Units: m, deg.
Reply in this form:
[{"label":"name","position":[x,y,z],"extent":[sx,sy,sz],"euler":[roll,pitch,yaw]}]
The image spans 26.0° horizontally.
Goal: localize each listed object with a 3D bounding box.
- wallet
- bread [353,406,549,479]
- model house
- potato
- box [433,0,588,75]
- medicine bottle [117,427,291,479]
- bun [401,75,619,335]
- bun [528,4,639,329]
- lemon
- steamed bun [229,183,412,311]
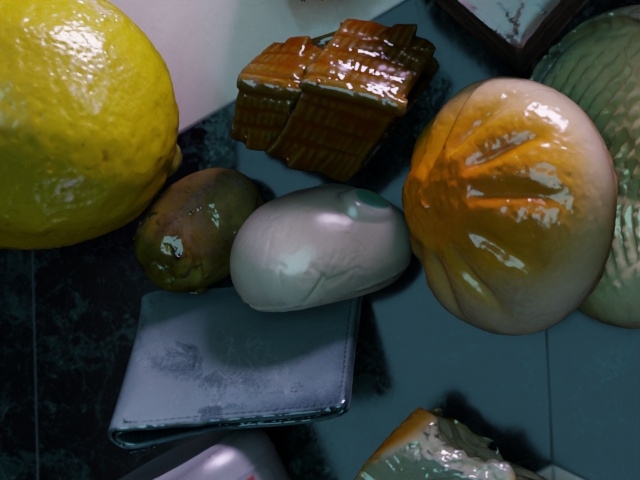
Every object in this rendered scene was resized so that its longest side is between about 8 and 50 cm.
[{"label":"wallet","position":[-0.097,0.142,1.663],"extent":[0.290,0.251,0.054],"euler":[-5,126,10]},{"label":"bread","position":[0.160,0.341,1.587],"extent":[0.225,0.279,0.250],"euler":[43,102,28]},{"label":"model house","position":[0.013,-0.182,1.663],"extent":[0.199,0.229,0.220],"euler":[27,91,5]},{"label":"potato","position":[-0.152,-0.012,1.734],"extent":[0.176,0.137,0.137],"euler":[-32,81,-14]},{"label":"box","position":[0.265,-0.373,1.626],"extent":[0.190,0.225,0.297],"euler":[41,95,8]},{"label":"medicine bottle","position":[-0.112,0.396,1.640],"extent":[0.245,0.245,0.306],"euler":[-27,92,8]},{"label":"bun","position":[0.184,-0.040,1.561],"extent":[0.164,0.299,0.299],"euler":[1,86,-31]},{"label":"bun","position":[0.394,-0.082,1.576],"extent":[0.364,0.202,0.364],"euler":[-3,87,52]},{"label":"lemon","position":[-0.332,-0.149,1.674],"extent":[0.364,0.364,0.364],"euler":[-1,87,10]},{"label":"steamed bun","position":[0.000,0.000,1.664],"extent":[0.228,0.177,0.131],"euler":[-14,104,-18]}]
